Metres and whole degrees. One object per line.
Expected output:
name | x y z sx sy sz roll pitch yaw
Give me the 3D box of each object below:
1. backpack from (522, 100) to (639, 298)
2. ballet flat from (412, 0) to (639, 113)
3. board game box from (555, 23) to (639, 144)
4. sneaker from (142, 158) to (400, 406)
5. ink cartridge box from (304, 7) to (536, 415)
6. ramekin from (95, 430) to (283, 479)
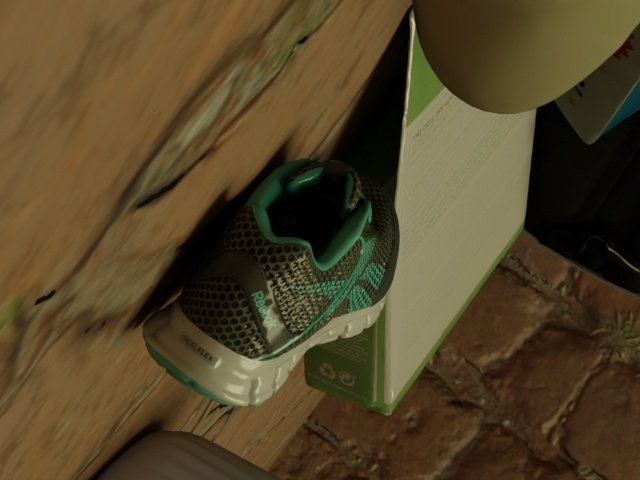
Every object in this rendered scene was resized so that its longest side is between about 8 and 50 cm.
backpack | 0.209 -0.088 0.816 0.191 0.225 0.253 -53 168 -43
ballet flat | 0.069 -0.126 0.321 0.248 0.086 0.086 -58 172 35
board game box | 0.206 -0.173 0.499 0.303 0.097 0.224 -32 171 -4
sneaker | 0.000 0.000 0.556 0.076 0.065 0.166 -60 173 28
ink cartridge box | 0.055 -0.054 0.712 0.171 0.056 0.235 -48 149 -41
ramekin | -0.100 0.217 0.742 0.273 0.127 0.273 -52 174 -8
